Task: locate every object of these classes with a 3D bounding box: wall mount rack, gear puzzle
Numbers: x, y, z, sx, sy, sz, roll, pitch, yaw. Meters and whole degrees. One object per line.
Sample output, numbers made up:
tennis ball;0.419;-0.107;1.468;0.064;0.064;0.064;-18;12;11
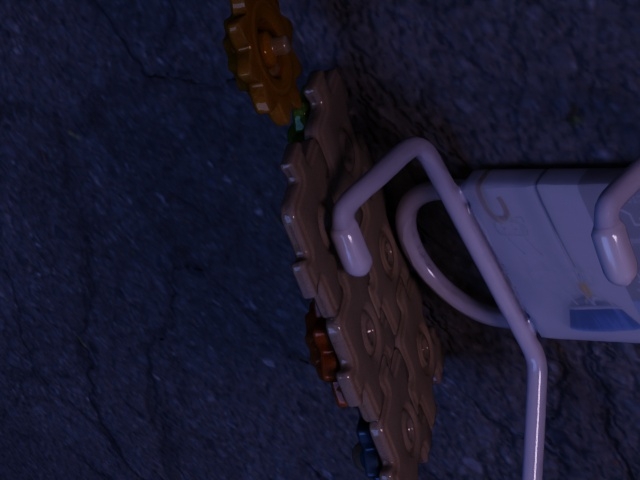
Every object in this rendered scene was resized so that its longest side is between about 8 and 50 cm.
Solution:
wall mount rack;0.159;0.081;0.994;0.350;0.130;0.304;1;127;51
gear puzzle;0.000;0.000;1.058;0.044;0.175;0.339;-10;123;18
